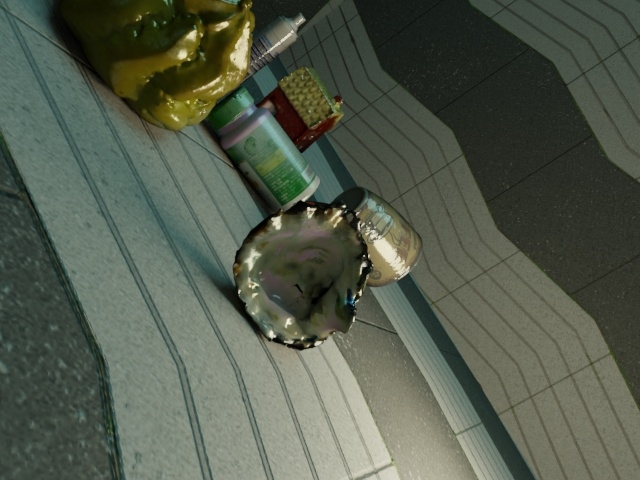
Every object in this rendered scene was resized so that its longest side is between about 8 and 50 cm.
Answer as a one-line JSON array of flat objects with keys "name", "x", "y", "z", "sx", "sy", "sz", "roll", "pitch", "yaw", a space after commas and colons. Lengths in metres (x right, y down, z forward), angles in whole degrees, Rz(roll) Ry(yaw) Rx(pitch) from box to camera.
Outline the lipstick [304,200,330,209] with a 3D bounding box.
[{"name": "lipstick", "x": 0.006, "y": -0.088, "z": 1.624, "sx": 0.057, "sy": 0.057, "sz": 0.357, "roll": 57, "pitch": 11, "yaw": 4}]

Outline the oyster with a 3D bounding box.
[{"name": "oyster", "x": -0.017, "y": 0.060, "z": 0.777, "sx": 0.092, "sy": 0.198, "sz": 0.259, "roll": -105, "pitch": 179, "yaw": -65}]

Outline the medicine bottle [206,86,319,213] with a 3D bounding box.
[{"name": "medicine bottle", "x": -0.129, "y": -0.199, "z": 1.190, "sx": 0.274, "sy": 0.133, "sz": 0.133, "roll": 53, "pitch": 12, "yaw": -20}]

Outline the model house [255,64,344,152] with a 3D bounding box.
[{"name": "model house", "x": -0.059, "y": -0.412, "z": 1.685, "sx": 0.196, "sy": 0.254, "sz": 0.160, "roll": 59, "pitch": 24, "yaw": 6}]

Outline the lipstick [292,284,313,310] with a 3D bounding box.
[{"name": "lipstick", "x": -0.021, "y": 0.053, "z": 1.068, "sx": 0.081, "sy": 0.081, "sz": 0.299, "roll": 51, "pitch": 15, "yaw": -25}]

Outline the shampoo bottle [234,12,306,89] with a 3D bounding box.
[{"name": "shampoo bottle", "x": -0.175, "y": -0.585, "z": 1.628, "sx": 0.092, "sy": 0.303, "sz": 0.092, "roll": 51, "pitch": 12, "yaw": -16}]

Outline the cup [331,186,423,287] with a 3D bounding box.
[{"name": "cup", "x": 0.148, "y": -0.052, "z": 1.606, "sx": 0.257, "sy": 0.227, "sz": 0.301, "roll": 53, "pitch": 23, "yaw": -30}]

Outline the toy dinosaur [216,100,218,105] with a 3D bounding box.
[{"name": "toy dinosaur", "x": -0.282, "y": -0.383, "z": 1.328, "sx": 0.113, "sy": 0.026, "sz": 0.041, "roll": 61, "pitch": 2, "yaw": -26}]

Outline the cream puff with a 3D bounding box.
[{"name": "cream puff", "x": -0.239, "y": -0.355, "z": 0.887, "sx": 0.291, "sy": 0.257, "sz": 0.324, "roll": 57, "pitch": 11, "yaw": -13}]
